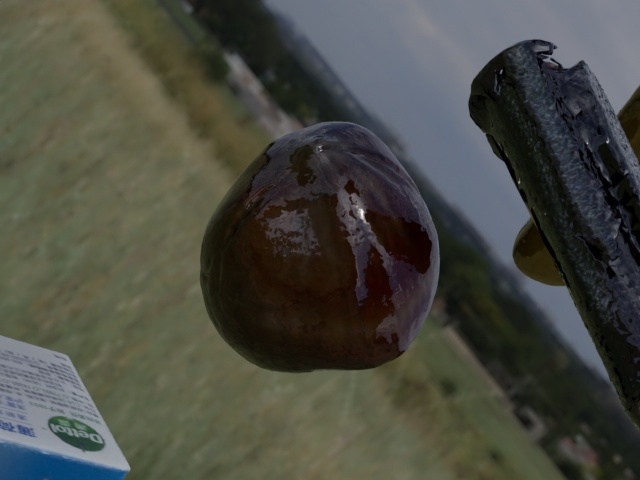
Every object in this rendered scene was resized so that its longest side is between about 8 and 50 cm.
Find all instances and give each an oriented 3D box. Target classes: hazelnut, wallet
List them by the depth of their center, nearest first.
[{"bbox_3d":[0.181,0.034,0.977,0.262,0.071,0.221,48,15,-55],"label":"wallet"},{"bbox_3d":[0.000,0.000,1.572,0.229,0.229,0.229,51,2,-3],"label":"hazelnut"}]

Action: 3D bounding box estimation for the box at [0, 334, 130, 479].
[{"bbox_3d":[-0.213,0.093,0.928,0.194,0.073,0.139,20,15,-29],"label":"box"}]

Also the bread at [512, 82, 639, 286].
[{"bbox_3d":[0.268,-0.068,1.492,0.091,0.142,0.305,43,-37,8],"label":"bread"}]
